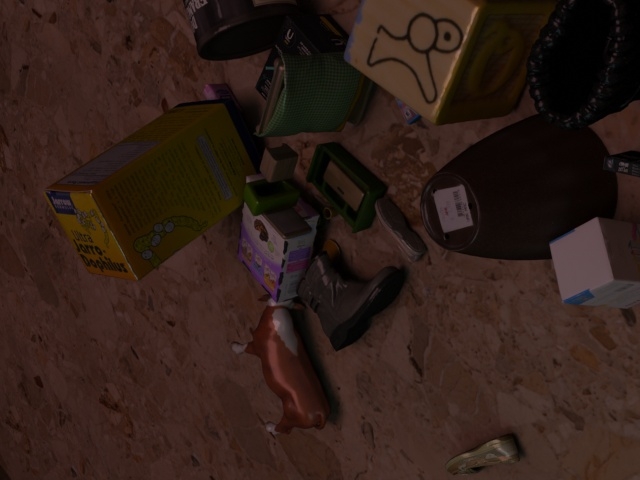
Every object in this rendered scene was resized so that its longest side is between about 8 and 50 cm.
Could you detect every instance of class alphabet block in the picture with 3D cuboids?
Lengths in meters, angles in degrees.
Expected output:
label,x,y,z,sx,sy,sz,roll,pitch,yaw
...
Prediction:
label,x,y,z,sx,sy,sz,roll,pitch,yaw
alphabet block,0.184,-0.298,1.422,0.197,0.193,0.192,42,129,31

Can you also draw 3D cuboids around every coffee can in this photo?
label,x,y,z,sx,sy,sz,roll,pitch,yaw
coffee can,-0.162,-0.488,1.780,0.201,0.202,0.275,-25,81,50

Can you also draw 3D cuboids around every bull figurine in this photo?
label,x,y,z,sx,sy,sz,roll,pitch,yaw
bull figurine,-0.080,0.239,1.979,0.188,0.101,0.310,-35,72,53

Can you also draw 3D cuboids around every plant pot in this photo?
label,x,y,z,sx,sy,sz,roll,pitch,yaw
plant pot,0.256,-0.060,1.387,0.215,0.230,0.215,17,113,46

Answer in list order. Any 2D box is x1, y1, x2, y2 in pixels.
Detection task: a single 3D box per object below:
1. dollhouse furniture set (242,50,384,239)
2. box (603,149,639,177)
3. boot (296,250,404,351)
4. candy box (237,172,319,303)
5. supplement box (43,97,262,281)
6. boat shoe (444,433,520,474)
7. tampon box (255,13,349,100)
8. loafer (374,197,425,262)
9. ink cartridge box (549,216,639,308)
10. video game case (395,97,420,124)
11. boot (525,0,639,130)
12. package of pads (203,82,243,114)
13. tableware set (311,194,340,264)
label,x,y,z,sx,sy,sz,roll,pitch,yaw
dollhouse furniture set,0.009,-0.157,1.665,0.151,0.198,0.301,48,137,32
box,0.425,-0.098,1.304,0.083,0.067,0.018,21,116,46
boot,0.039,0.081,1.793,0.161,0.083,0.246,54,138,17
candy box,-0.085,-0.008,1.903,0.165,0.070,0.196,47,140,39
supplement box,-0.308,-0.103,1.911,0.194,0.356,0.195,5,126,50
boat shoe,0.266,0.364,1.642,0.153,0.056,0.048,-37,68,41
tampon box,-0.019,-0.297,1.744,0.120,0.101,0.161,52,134,26
loafer,0.129,-0.015,1.701,0.125,0.045,0.039,54,142,21
ink cartridge box,0.396,0.033,1.331,0.092,0.143,0.090,-35,56,49
video game case,0.147,-0.290,1.618,0.119,0.015,0.166,-37,72,49
boot,0.367,-0.310,1.157,0.131,0.260,0.348,18,114,46
package of pads,-0.197,-0.278,2.000,0.083,0.050,0.032,59,138,20
tableware set,0.000,0.000,1.871,0.104,0.024,0.154,38,127,37
